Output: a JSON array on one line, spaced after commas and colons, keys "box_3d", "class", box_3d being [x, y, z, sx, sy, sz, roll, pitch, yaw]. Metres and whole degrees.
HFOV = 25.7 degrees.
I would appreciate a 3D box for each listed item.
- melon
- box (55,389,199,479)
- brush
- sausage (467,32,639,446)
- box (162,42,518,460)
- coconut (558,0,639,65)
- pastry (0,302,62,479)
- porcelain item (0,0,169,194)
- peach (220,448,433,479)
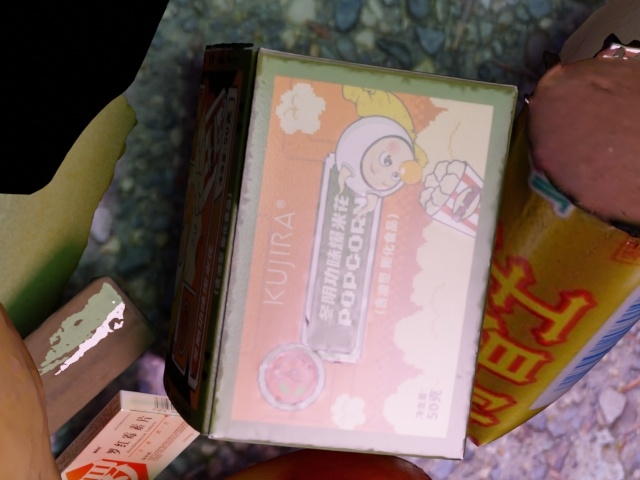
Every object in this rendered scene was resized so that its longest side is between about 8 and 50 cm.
[{"box_3d": [-0.166, 0.000, 0.774, 0.114, 0.053, 0.262, 9, 98, -49], "class": "melon"}, {"box_3d": [-0.107, 0.114, 0.794, 0.058, 0.093, 0.015, 11, 51, -32], "class": "box"}, {"box_3d": [-0.202, 0.130, 0.734, 0.282, 0.048, 0.054, -42, 119, -6], "class": "brush"}, {"box_3d": [0.120, 0.023, 0.816, 0.117, 0.317, 0.125, -15, 65, -25], "class": "sausage"}, {"box_3d": [0.000, 0.000, 0.766, 0.148, 0.177, 0.195, 7, 95, -11], "class": "box"}, {"box_3d": [0.242, -0.068, 0.885, 0.236, 0.237, 0.197, 5, 93, -30], "class": "coconut"}, {"box_3d": [-0.302, 0.123, 0.571, 0.409, 0.245, 0.410, -1, 96, -10], "class": "pastry"}, {"box_3d": [-0.156, -0.175, 0.601, 0.157, 0.286, 0.281, 26, 86, -29], "class": "porcelain item"}, {"box_3d": [-0.015, 0.223, 0.789, 0.196, 0.190, 0.226, 44, 46, 11], "class": "peach"}]
